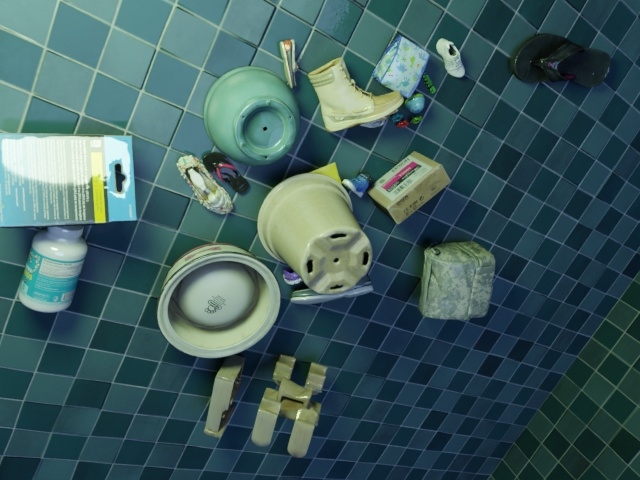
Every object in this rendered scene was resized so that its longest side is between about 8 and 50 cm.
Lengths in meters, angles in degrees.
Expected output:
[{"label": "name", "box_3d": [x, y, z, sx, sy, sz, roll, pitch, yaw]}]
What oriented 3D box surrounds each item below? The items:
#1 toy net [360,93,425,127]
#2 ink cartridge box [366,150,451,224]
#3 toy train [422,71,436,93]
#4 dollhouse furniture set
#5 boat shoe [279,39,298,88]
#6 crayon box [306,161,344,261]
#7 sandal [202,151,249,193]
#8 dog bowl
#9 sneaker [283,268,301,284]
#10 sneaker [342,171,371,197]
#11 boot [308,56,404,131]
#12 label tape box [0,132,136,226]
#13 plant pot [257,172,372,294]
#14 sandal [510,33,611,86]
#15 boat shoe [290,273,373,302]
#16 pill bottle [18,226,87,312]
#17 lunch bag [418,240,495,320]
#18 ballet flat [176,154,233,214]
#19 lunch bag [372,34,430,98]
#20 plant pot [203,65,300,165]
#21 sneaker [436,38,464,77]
[{"label": "toy net", "box_3d": [0.237, -0.419, 1.653, 0.232, 0.045, 0.122, -13, 162, -5]}, {"label": "ink cartridge box", "box_3d": [0.298, -0.187, 1.710, 0.234, 0.193, 0.088, -40, 121, 0]}, {"label": "toy train", "box_3d": [0.365, -0.532, 1.668, 0.024, 0.017, 0.083, -45, 123, -7]}, {"label": "dollhouse furniture set", "box_3d": [-0.202, 0.621, 1.840, 0.393, 0.362, 0.257, 16, 110, 2]}, {"label": "boat shoe", "box_3d": [-0.087, -0.525, 1.473, 0.043, 0.049, 0.137, -18, 116, -15]}, {"label": "crayon box", "box_3d": [-0.008, -0.104, 1.697, 0.202, 0.081, 0.319, -22, 122, -9]}, {"label": "sandal", "box_3d": [-0.291, -0.211, 1.552, 0.067, 0.040, 0.179, -46, 123, 5]}, {"label": "dog bowl", "box_3d": [-0.347, 0.189, 1.671, 0.407, 0.150, 0.409, -10, 119, -18]}, {"label": "sneaker", "box_3d": [-0.055, 0.103, 1.794, 0.169, 0.068, 0.071, -22, 116, -10]}, {"label": "sneaker", "box_3d": [0.129, -0.205, 1.688, 0.085, 0.058, 0.152, -55, 155, 6]}, {"label": "boot", "box_3d": [0.110, -0.468, 1.523, 0.261, 0.095, 0.204, -14, 120, 16]}, {"label": "label tape box", "box_3d": [-0.678, -0.158, 1.331, 0.333, 0.106, 0.241, -3, 88, -21]}, {"label": "plant pot", "box_3d": [0.000, 0.000, 1.523, 0.333, 0.305, 0.334, -9, 119, -17]}, {"label": "sandal", "box_3d": [0.886, -0.639, 1.767, 0.445, 0.107, 0.168, -3, 116, -20]}, {"label": "boat shoe", "box_3d": [0.038, 0.174, 1.868, 0.319, 0.116, 0.099, -8, 75, -10]}, {"label": "pill bottle", "box_3d": [-0.772, 0.066, 1.439, 0.146, 0.146, 0.264, 16, 108, -28]}, {"label": "lunch bag", "box_3d": [0.524, 0.159, 1.966, 0.255, 0.212, 0.306, -6, 117, -20]}, {"label": "ballet flat", "box_3d": [-0.356, -0.158, 1.532, 0.091, 0.077, 0.241, -39, 124, 1]}, {"label": "lunch bag", "box_3d": [0.259, -0.553, 1.567, 0.128, 0.096, 0.151, 18, 117, -28]}, {"label": "plant pot", "box_3d": [-0.180, -0.343, 1.439, 0.292, 0.196, 0.293, -9, 118, -18]}, {"label": "sneaker", "box_3d": [0.440, -0.598, 1.638, 0.054, 0.061, 0.152, -45, 124, 3]}]
